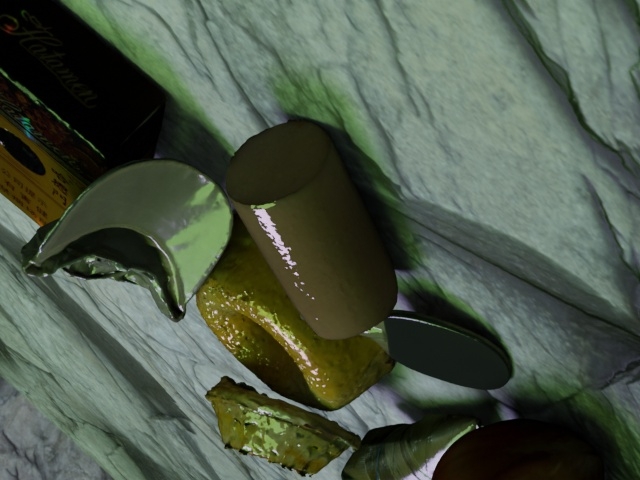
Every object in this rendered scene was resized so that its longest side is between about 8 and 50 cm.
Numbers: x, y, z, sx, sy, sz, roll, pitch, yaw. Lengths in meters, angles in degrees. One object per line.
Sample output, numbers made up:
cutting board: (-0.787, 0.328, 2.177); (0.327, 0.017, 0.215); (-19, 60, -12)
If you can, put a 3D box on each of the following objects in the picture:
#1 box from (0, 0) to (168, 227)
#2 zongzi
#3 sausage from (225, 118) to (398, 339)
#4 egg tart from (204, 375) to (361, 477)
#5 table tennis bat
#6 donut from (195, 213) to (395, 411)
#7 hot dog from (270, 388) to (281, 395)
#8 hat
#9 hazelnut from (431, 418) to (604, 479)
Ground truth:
box: (-0.334, -0.143, 2.099); (0.264, 0.116, 0.415); (41, 160, 3)
zongzi: (0.192, 0.316, 2.110); (0.251, 0.125, 0.274); (42, 146, -15)
sausage: (0.000, 0.000, 1.797); (0.123, 0.123, 0.253); (22, 153, 42)
egg tart: (-0.052, 0.239, 2.140); (0.213, 0.090, 0.212); (19, 175, 2)
table tennis bat: (0.094, 0.113, 1.907); (0.247, 0.022, 0.138); (16, 152, 16)
donut: (-0.039, 0.099, 2.072); (0.277, 0.108, 0.277); (34, 158, 16)
hot dog: (-0.045, 0.153, 2.238); (0.147, 0.065, 0.099); (42, -158, -8)
hat: (-0.224, -0.019, 2.005); (0.214, 0.244, 0.149); (22, -158, -30)
hazelnut: (0.227, 0.282, 1.886); (0.208, 0.208, 0.208); (35, 158, 16)
